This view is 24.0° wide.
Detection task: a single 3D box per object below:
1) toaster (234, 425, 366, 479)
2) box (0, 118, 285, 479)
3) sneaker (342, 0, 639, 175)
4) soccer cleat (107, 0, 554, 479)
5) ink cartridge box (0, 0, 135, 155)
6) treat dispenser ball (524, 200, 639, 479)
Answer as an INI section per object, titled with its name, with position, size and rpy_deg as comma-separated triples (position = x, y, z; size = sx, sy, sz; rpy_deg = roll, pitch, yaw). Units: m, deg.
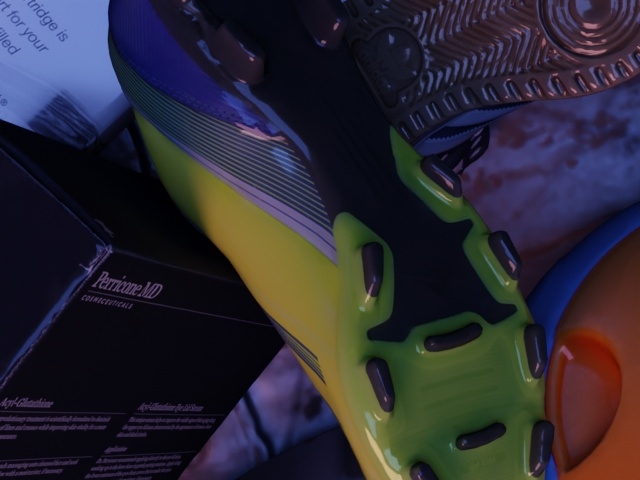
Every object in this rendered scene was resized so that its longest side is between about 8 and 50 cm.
[toaster]
position = -0.002, 0.182, 0.755
size = 0.227, 0.146, 0.129
rpy_deg = -32, 95, 4
[box]
position = -0.126, 0.058, 0.682
size = 0.103, 0.261, 0.184
rpy_deg = 42, 96, 17
[sneaker]
position = 0.081, -0.093, 0.703
size = 0.282, 0.153, 0.099
rpy_deg = -28, 87, 26
[soccer cleat]
position = 0.001, -0.001, 0.626
size = 0.093, 0.121, 0.289
rpy_deg = -24, 81, -30
[ink cartridge box]
position = -0.190, -0.106, 0.748
size = 0.273, 0.115, 0.198
rpy_deg = -42, 93, 5
[treat dispenser ball]
position = 0.210, 0.109, 0.671
size = 0.288, 0.288, 0.288
rpy_deg = 0, 96, 2
